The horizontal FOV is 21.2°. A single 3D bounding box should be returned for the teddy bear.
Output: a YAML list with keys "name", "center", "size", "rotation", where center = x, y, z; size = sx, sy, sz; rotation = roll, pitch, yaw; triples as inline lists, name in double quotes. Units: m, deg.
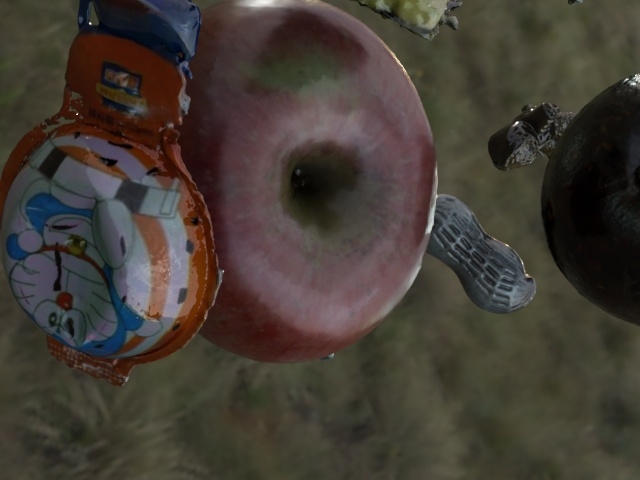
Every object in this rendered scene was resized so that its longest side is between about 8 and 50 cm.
- name: "teddy bear"
  center: [0.261, -0.131, 2.081]
  size: [0.160, 0.119, 0.078]
  rotation: [-12, 63, -44]

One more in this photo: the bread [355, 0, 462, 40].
- name: "bread"
  center: [0.044, -0.272, 1.460]
  size: [0.266, 0.178, 0.142]
  rotation: [-62, 158, -70]

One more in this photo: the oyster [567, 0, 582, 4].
- name: "oyster"
  center: [0.275, -0.337, 1.985]
  size: [0.125, 0.064, 0.177]
  rotation: [44, -1, 3]

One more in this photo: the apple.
- name: "apple"
  center: [-0.053, -0.059, 1.619]
  size: [0.345, 0.345, 0.269]
  rotation: [59, -21, -18]

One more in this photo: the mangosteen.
- name: "mangosteen"
  center: [0.365, -0.037, 1.739]
  size: [0.288, 0.288, 0.288]
  rotation: [53, 22, -33]

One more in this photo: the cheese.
- name: "cheese"
  center: [-0.159, -0.042, 1.304]
  size: [0.129, 0.217, 0.329]
  rotation: [-31, 139, -56]

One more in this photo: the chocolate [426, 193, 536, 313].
- name: "chocolate"
  center: [0.166, 0.016, 1.860]
  size: [0.167, 0.072, 0.072]
  rotation: [45, 24, -14]

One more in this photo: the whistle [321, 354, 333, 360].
- name: "whistle"
  center: [-0.001, 0.000, 2.476]
  size: [0.134, 0.142, 0.346]
  rotation: [25, 64, -49]
